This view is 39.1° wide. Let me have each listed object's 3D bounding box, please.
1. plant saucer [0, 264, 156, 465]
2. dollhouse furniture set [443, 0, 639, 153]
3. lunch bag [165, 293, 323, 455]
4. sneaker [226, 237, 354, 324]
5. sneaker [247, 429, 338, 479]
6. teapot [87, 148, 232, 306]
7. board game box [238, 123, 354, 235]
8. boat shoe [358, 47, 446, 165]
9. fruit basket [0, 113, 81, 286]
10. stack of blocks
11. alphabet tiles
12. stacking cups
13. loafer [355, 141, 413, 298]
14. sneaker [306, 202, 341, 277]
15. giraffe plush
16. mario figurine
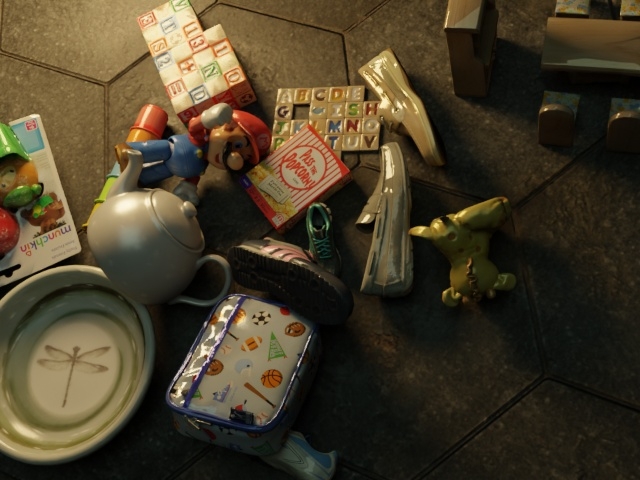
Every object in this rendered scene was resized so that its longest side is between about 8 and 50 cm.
[{"bbox_3d":[-0.501,0.251,1.796,0.400,0.100,0.401,-5,66,12],"label":"plant saucer"},{"bbox_3d":[0.458,-0.402,1.751,0.394,0.256,0.362,7,70,16],"label":"dollhouse furniture set"},{"bbox_3d":[-0.142,0.242,1.658,0.243,0.115,0.303,13,48,17],"label":"lunch bag"},{"bbox_3d":[-0.033,0.060,1.709,0.131,0.112,0.319,-21,33,-40],"label":"sneaker"},{"bbox_3d":[-0.074,0.376,1.659,0.237,0.085,0.086,24,52,24],"label":"sneaker"},{"bbox_3d":[-0.315,-0.006,1.771,0.187,0.256,0.253,-35,49,17],"label":"teapot"},{"bbox_3d":[-0.051,-0.127,1.869,0.193,0.045,0.147,-39,68,-2],"label":"board game box"},{"bbox_3d":[0.166,-0.261,1.851,0.098,0.109,0.302,-29,61,10],"label":"boat shoe"},{"bbox_3d":[-0.717,-0.072,1.951,0.326,0.165,0.353,-23,68,4],"label":"fruit basket"},{"bbox_3d":[-0.280,-0.410,2.026,0.171,0.087,0.297,-27,64,1],"label":"stack of blocks"},{"bbox_3d":[0.012,-0.242,1.930,0.237,0.009,0.198,0,68,14],"label":"alphabet tiles"},{"bbox_3d":[-0.408,-0.144,1.955,0.096,0.096,0.316,13,67,18],"label":"stacking cups"},{"bbox_3d":[0.123,-0.044,1.763,0.111,0.112,0.320,-1,68,4],"label":"loafer"},{"bbox_3d":[0.000,0.000,1.784,0.064,0.076,0.167,-14,78,3],"label":"sneaker"},{"bbox_3d":[0.282,0.027,1.675,0.181,0.210,0.171,-21,87,38],"label":"giraffe plush"},{"bbox_3d":[-0.249,-0.168,1.853,0.320,0.198,0.170,-18,85,-12],"label":"mario figurine"}]
